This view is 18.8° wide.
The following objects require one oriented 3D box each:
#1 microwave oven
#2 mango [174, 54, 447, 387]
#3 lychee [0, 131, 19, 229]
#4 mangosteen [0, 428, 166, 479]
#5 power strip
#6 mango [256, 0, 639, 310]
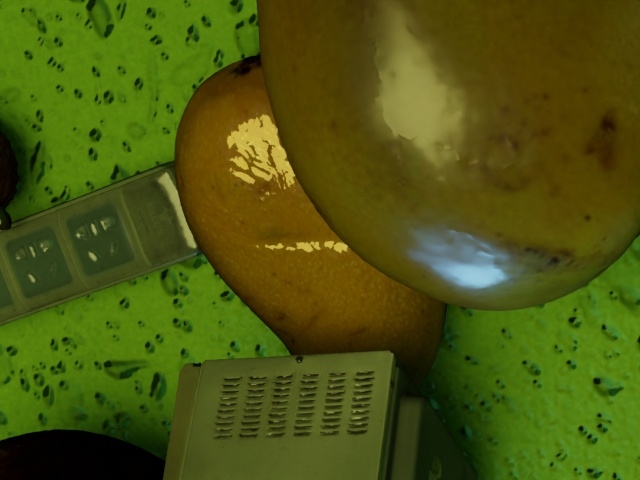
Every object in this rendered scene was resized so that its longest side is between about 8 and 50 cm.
[{"bbox_3d":[0.017,0.192,1.401,0.194,0.240,0.145,-7,56,19],"label":"microwave oven"},{"bbox_3d":[0.001,-0.004,1.443,0.177,0.120,0.295,-21,110,24],"label":"mango"},{"bbox_3d":[-0.298,-0.055,1.546,0.146,0.114,0.114,44,114,32],"label":"lychee"},{"bbox_3d":[-0.216,0.299,1.510,0.347,0.307,0.307,-1,102,50],"label":"mangosteen"},{"bbox_3d":[-0.201,0.008,1.556,0.272,0.052,0.078,-19,94,23],"label":"power strip"},{"bbox_3d":[0.093,-0.174,1.294,0.300,0.232,0.446,-17,86,-18],"label":"mango"}]
